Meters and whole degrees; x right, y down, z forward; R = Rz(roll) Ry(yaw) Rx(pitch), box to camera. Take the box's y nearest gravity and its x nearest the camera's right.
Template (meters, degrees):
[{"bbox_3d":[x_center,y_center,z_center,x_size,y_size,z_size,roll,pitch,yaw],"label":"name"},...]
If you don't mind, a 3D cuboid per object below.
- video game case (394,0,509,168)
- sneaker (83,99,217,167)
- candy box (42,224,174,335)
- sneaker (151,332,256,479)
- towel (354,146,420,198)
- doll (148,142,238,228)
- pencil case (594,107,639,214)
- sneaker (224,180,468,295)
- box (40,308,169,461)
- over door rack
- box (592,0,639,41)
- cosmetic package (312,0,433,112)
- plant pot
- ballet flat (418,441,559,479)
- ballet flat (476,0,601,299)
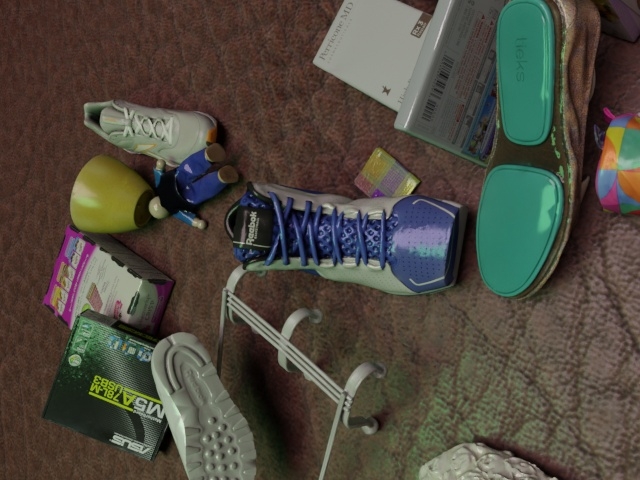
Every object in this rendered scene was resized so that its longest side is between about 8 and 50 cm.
[{"bbox_3d":[0.181,-0.186,0.633,0.023,0.193,0.213,27,101,52],"label":"video game case"},{"bbox_3d":[-0.284,-0.177,1.000,0.262,0.121,0.100,11,90,35],"label":"sneaker"},{"bbox_3d":[-0.368,0.090,1.058,0.233,0.071,0.159,29,102,34],"label":"candy box"},{"bbox_3d":[-0.153,0.233,0.789,0.095,0.090,0.235,-34,73,59],"label":"sneaker"},{"bbox_3d":[0.085,-0.077,0.798,0.083,0.009,0.060,44,108,30],"label":"towel"},{"bbox_3d":[-0.212,-0.077,0.974,0.188,0.046,0.129,-24,99,37],"label":"doll"},{"bbox_3d":[0.366,-0.066,0.547,0.236,0.104,0.105,11,91,34],"label":"pencil case"},{"bbox_3d":[-0.001,0.000,0.738,0.315,0.182,0.128,9,97,37],"label":"sneaker"},{"bbox_3d":[-0.312,0.225,0.960,0.190,0.045,0.184,23,97,-2],"label":"box"},{"bbox_3d":[-0.054,0.221,0.814,0.239,0.108,0.325,35,119,33],"label":"over door rack"},{"bbox_3d":[0.223,-0.269,0.532,0.063,0.323,0.067,38,105,38],"label":"box"},{"bbox_3d":[0.110,-0.213,0.751,0.231,0.085,0.117,37,105,31],"label":"cosmetic package"},{"bbox_3d":[-0.335,-0.066,1.032,0.095,0.134,0.134,18,95,11],"label":"plant pot"},{"bbox_3d":[0.242,0.338,0.564,0.408,0.147,0.147,34,104,34],"label":"ballet flat"},{"bbox_3d":[0.230,-0.090,0.623,0.107,0.106,0.316,28,127,44],"label":"ballet flat"}]
